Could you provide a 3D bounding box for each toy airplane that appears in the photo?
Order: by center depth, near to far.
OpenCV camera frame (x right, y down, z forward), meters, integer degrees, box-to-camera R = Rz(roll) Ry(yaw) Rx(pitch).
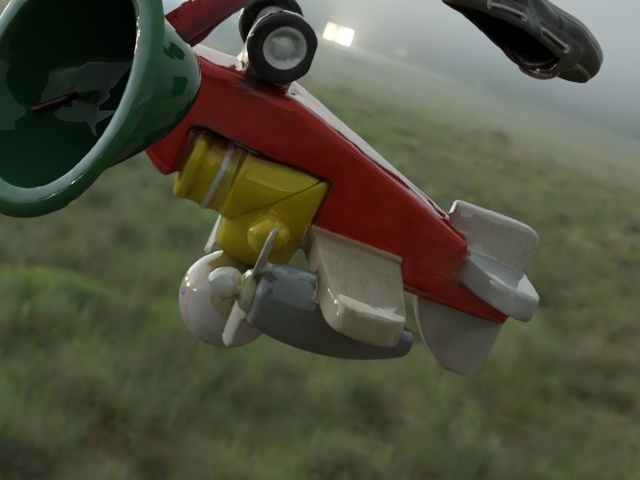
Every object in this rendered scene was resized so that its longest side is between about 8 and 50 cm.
[{"bbox_3d":[0.000,0.000,1.656,0.384,0.272,0.386,48,8,29],"label":"toy airplane"}]

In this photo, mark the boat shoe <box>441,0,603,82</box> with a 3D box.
[{"bbox_3d":[0.233,-0.252,2.252,0.112,0.095,0.335,11,-16,36],"label":"boat shoe"}]

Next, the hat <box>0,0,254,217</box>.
[{"bbox_3d":[-0.102,-0.087,1.228,0.183,0.208,0.173,24,10,-47],"label":"hat"}]
